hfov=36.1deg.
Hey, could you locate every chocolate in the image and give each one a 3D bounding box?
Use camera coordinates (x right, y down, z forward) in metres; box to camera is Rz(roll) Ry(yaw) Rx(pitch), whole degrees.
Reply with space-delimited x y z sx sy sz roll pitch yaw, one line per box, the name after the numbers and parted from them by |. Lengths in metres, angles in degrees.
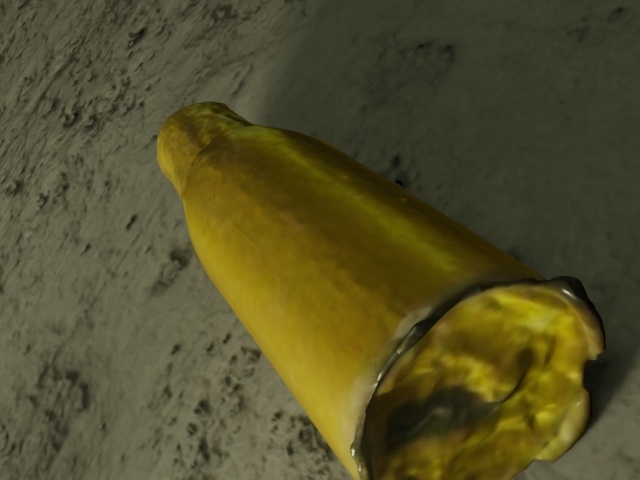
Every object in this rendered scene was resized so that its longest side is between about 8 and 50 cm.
0.000 0.000 0.694 0.162 0.162 0.445 -48 37 1 | chocolate
